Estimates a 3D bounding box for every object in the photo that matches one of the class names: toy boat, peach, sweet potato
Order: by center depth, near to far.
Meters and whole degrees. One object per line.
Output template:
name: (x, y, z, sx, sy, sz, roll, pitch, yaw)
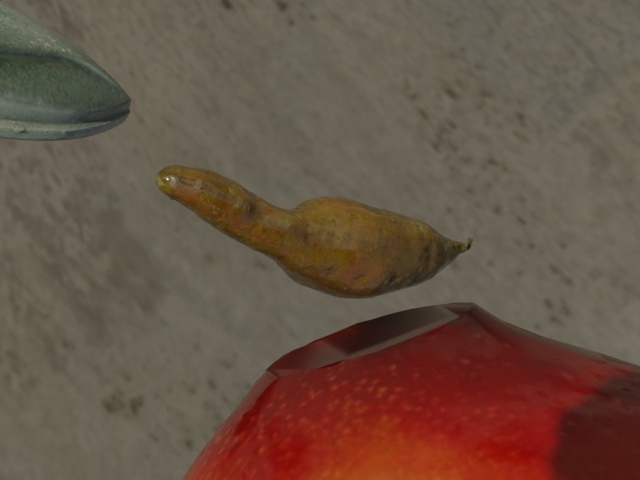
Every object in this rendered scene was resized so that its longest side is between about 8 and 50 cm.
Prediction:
peach: (0.085, 0.216, 0.930, 0.388, 0.388, 0.388, -7, 115, -16)
toy boat: (-0.282, -0.131, 1.240, 0.320, 0.141, 0.092, 15, 126, -20)
sweet potato: (-0.002, 0.001, 1.314, 0.270, 0.075, 0.074, 14, 108, -31)
